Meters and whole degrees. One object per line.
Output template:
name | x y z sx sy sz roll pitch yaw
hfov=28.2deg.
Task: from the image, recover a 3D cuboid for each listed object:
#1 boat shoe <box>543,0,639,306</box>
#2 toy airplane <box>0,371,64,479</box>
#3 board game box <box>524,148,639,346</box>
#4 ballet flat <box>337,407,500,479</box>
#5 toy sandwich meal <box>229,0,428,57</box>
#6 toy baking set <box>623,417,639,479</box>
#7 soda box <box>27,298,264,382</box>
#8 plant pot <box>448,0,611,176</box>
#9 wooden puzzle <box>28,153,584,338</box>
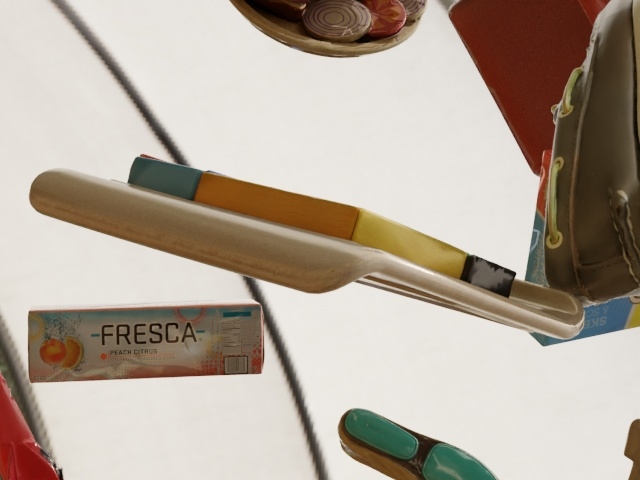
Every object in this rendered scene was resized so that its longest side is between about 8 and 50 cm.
boat shoe | 0.194 -0.072 0.828 0.091 0.109 0.305 -20 -148 25
toy airplane | -0.148 0.089 0.599 0.151 0.028 0.151 155 -90 -86
board game box | 0.407 -0.010 1.569 0.064 0.316 0.242 -131 -143 -52
ballet flat | 0.127 0.287 1.627 0.080 0.232 0.073 -49 159 -37
toy sandwich meal | 0.000 -0.099 0.453 0.029 0.085 0.086 110 -25 -45
toy baking set | 0.394 0.319 1.395 0.197 0.256 0.030 -50 -172 -3
soda box | -0.138 0.078 1.010 0.063 0.183 0.058 -174 -96 -79
plant pot | 0.370 -0.275 1.640 0.267 0.267 0.236 62 -18 3
wooden puzzle | 0.000 0.000 0.685 0.221 0.238 0.044 15 -88 38
